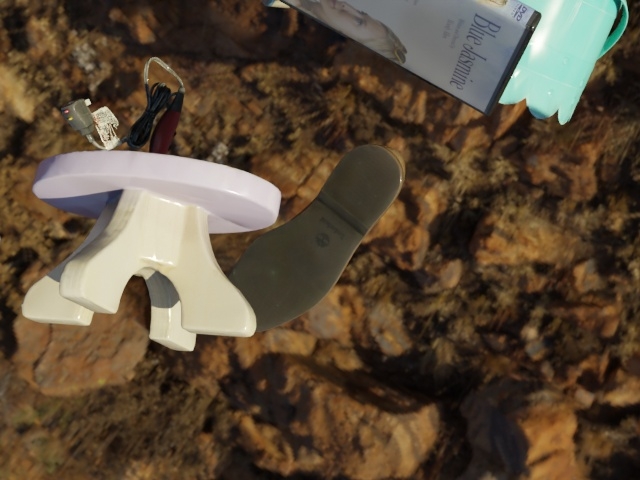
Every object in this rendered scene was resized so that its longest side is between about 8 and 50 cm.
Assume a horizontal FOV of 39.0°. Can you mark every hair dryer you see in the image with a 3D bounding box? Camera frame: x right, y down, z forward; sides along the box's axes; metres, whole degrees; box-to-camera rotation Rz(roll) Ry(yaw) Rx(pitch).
[{"bbox_3d":[-0.271,-0.146,1.510,0.080,0.223,0.293,-3,115,58],"label":"hair dryer"}]

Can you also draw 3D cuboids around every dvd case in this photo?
[{"bbox_3d":[0.068,-0.216,0.836,0.253,0.022,0.180,30,165,7],"label":"dvd case"}]

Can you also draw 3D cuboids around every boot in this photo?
[{"bbox_3d":[0.000,0.000,1.151,0.112,0.115,0.305,46,107,3],"label":"boot"}]

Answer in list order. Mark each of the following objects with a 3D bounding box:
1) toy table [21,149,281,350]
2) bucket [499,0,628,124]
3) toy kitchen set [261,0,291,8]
[{"bbox_3d":[-0.184,0.014,0.944,0.274,0.161,0.252,-1,161,28],"label":"toy table"},{"bbox_3d":[0.236,-0.284,1.133,0.281,0.281,0.183,28,110,10],"label":"bucket"},{"bbox_3d":[-0.095,-0.598,1.851,0.122,0.166,0.207,-1,147,-26],"label":"toy kitchen set"}]
